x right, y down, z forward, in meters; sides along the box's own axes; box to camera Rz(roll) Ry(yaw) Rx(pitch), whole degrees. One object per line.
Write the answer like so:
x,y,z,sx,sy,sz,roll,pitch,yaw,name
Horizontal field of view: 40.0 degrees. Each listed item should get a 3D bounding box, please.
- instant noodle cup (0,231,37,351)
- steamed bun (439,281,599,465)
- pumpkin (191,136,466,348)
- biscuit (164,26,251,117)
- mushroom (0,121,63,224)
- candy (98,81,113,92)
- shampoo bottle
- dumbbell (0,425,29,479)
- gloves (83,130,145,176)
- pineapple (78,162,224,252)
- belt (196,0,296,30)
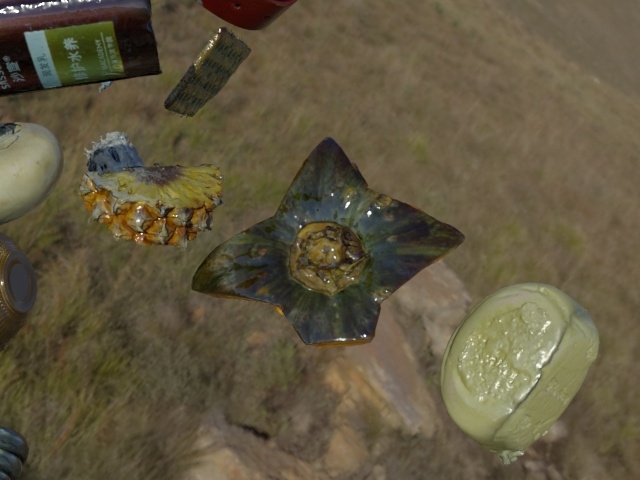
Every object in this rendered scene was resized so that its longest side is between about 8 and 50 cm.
-0.612,0.084,1.677,0.274,0.090,0.274,-9,90,-79,instant noodle cup
0.297,0.195,1.359,0.166,0.273,0.232,36,5,34,steamed bun
0.003,0.024,1.168,0.258,0.290,0.095,39,-9,22,pumpkin
-0.157,-0.230,1.237,0.016,0.144,0.203,38,5,1,biscuit
-0.592,-0.141,1.594,0.246,0.246,0.202,-86,164,-61,mushroom
-0.349,-0.284,1.482,0.020,0.083,0.030,35,22,-17,candy
-0.330,-0.199,0.890,0.323,0.129,0.084,-9,58,-8,shampoo bottle
-0.522,0.446,1.287,0.179,0.179,0.406,18,47,-38,dumbbell
-0.361,-0.111,1.561,0.153,0.114,0.070,61,17,14,gloves
-0.220,-0.043,1.258,0.233,0.079,0.135,-8,41,-38,pineapple
-0.194,-0.588,1.852,0.324,0.115,0.227,29,48,-32,belt
